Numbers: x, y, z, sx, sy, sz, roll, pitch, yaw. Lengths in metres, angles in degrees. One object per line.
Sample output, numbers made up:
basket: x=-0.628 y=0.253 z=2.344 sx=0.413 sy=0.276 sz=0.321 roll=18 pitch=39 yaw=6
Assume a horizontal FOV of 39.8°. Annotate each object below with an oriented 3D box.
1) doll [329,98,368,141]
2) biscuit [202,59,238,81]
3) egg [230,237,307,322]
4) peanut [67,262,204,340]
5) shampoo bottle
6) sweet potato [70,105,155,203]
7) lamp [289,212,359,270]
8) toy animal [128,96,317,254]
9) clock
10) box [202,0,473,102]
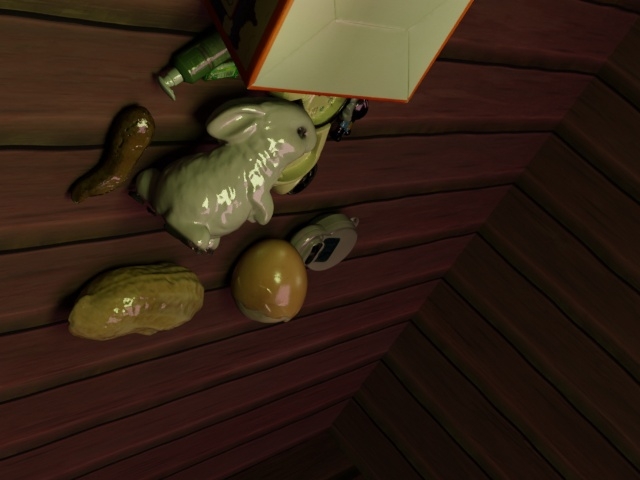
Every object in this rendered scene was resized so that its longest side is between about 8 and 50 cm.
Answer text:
doll: x=0.077 y=-0.312 z=2.090 sx=0.096 sy=0.070 sz=0.195 roll=-45 pitch=169 yaw=-38
biscuit: x=-0.191 y=-0.328 z=1.698 sx=0.089 sy=0.016 sz=0.046 roll=-20 pitch=145 yaw=-44
egg: x=-0.130 y=0.105 z=2.293 sx=0.201 sy=0.201 sz=0.244 roll=-19 pitch=135 yaw=-44
peanut: x=-0.403 y=0.130 z=1.964 sx=0.174 sy=0.158 sz=0.340 roll=-23 pitch=165 yaw=33
shampoo bottle: x=-0.206 y=-0.335 z=1.603 sx=0.204 sy=0.065 sz=0.065 roll=-38 pitch=156 yaw=-13
sweet potato: x=-0.378 y=-0.156 z=1.640 sx=0.081 sy=0.062 sz=0.233 roll=17 pitch=121 yaw=-46
lamp: x=-0.002 y=-0.002 z=2.429 sx=0.246 sy=0.108 sz=0.179 roll=-6 pitch=133 yaw=-52
toy animal: x=-0.178 y=-0.148 z=1.743 sx=0.357 sy=0.258 sz=0.194 roll=-51 pitch=-173 yaw=1
clock: x=-0.066 y=-0.242 z=1.935 sx=0.276 sy=0.120 sz=0.379 roll=-21 pitch=143 yaw=-47
box: x=0.036 y=-0.437 z=1.475 sx=0.349 sy=0.257 sz=0.318 roll=-2 pitch=139 yaw=-34
